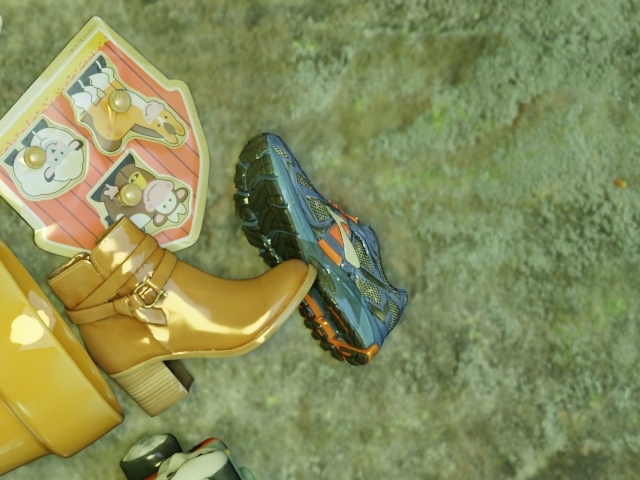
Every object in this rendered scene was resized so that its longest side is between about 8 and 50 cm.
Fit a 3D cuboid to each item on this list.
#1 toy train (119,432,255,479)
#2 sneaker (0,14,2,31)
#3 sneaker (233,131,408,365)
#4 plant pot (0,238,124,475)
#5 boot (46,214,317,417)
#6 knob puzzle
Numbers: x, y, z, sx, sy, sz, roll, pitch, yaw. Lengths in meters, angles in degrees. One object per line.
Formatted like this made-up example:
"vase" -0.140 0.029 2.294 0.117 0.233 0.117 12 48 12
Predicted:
"toy train" -0.053 0.308 1.546 0.142 0.190 0.334 -30 99 -21
"sneaker" -0.361 -0.138 1.500 0.232 0.090 0.115 -37 98 -21
"sneaker" 0.000 0.000 1.654 0.087 0.083 0.221 -39 107 -33
"plant pot" -0.287 0.112 1.470 0.188 0.205 0.205 -36 101 -4
"boot" -0.116 0.037 1.576 0.197 0.073 0.152 -37 101 -1
"knob puzzle" -0.173 -0.065 1.603 0.213 0.030 0.213 1 87 -23
